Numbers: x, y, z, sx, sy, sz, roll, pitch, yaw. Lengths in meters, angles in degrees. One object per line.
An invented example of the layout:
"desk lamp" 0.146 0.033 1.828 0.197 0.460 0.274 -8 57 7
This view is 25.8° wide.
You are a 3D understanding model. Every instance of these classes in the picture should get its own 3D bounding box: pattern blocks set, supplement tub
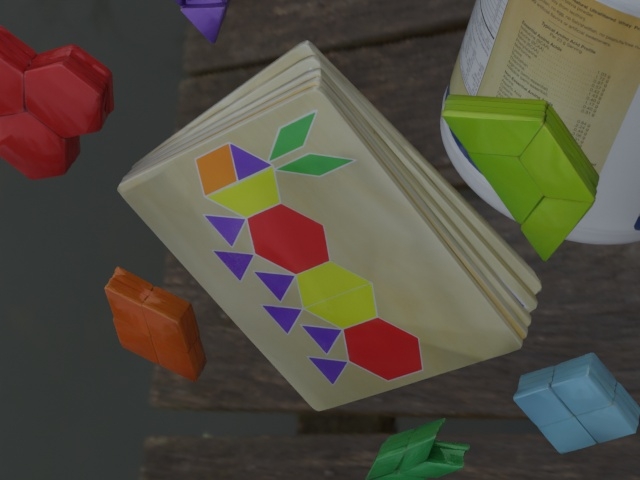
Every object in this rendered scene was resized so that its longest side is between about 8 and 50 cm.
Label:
"pattern blocks set" 0.000 0.000 0.675 0.285 0.325 0.026 -14 33 32
"supplement tub" 0.235 -0.176 1.066 0.228 0.228 0.316 56 147 34
